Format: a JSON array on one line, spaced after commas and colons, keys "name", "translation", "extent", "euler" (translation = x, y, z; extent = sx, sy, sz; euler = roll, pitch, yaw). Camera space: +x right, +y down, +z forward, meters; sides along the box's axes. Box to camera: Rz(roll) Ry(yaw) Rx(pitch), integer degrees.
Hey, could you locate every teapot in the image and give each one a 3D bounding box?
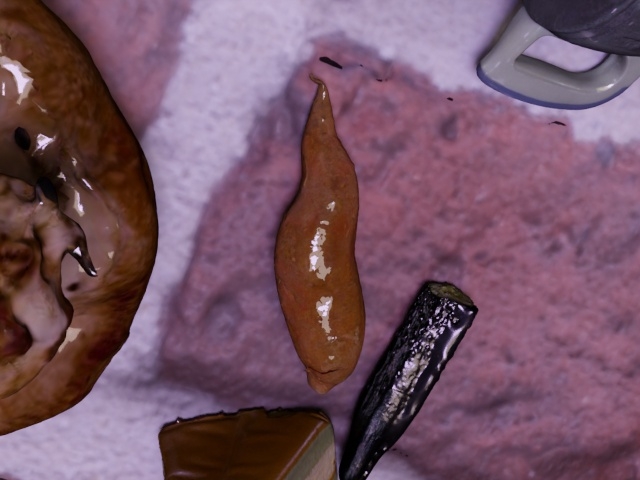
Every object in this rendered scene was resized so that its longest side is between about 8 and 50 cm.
[{"name": "teapot", "translation": [0.171, -0.132, 0.575], "extent": [0.108, 0.111, 0.149], "euler": [18, 100, -32]}]

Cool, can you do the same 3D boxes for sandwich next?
[{"name": "sandwich", "translation": [-0.029, 0.171, 0.614], "extent": [0.113, 0.163, 0.079], "euler": [-7, 112, -11]}]

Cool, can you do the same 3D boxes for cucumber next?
[{"name": "cucumber", "translation": [0.047, 0.102, 0.675], "extent": [0.043, 0.039, 0.163], "euler": [35, 105, 20]}]

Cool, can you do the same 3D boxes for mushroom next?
[{"name": "mushroom", "translation": [-0.212, -0.015, 0.495], "extent": [0.267, 0.254, 0.267], "euler": [0, 91, 7]}]

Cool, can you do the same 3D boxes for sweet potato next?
[{"name": "sweet potato", "translation": [0.000, 0.000, 0.619], "extent": [0.056, 0.056, 0.195], "euler": [-2, 105, -12]}]
